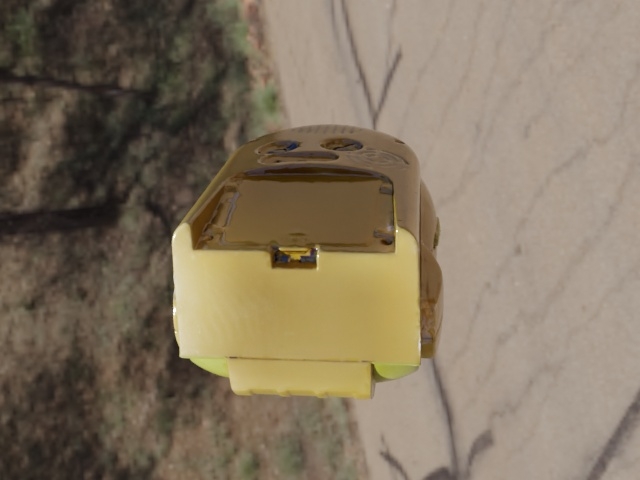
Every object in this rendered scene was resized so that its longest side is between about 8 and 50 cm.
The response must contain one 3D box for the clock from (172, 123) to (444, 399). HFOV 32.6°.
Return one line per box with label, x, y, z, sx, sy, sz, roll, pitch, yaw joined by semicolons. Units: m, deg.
clock;0.000;0.000;1.056;0.317;0.244;0.200;-75;-12;-59
